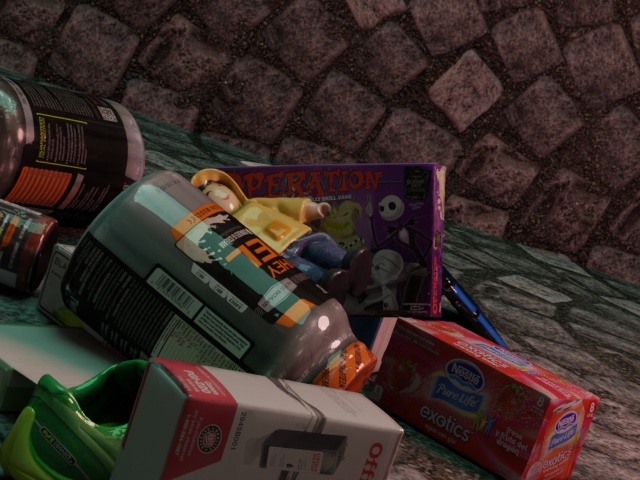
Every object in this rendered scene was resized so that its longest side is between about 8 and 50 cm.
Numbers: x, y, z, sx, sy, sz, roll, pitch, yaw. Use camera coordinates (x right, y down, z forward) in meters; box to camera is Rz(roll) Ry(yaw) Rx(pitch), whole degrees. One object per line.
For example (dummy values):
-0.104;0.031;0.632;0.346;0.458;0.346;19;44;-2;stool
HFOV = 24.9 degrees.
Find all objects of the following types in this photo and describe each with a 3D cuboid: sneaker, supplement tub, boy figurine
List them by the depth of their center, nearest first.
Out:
-0.146;0.175;1.311;0.109;0.124;0.295;27;12;41;sneaker
-0.106;0.087;1.555;0.316;0.194;0.193;39;14;10;supplement tub
-0.439;-0.010;1.827;0.197;0.106;0.106;19;10;1;supplement tub
-0.064;-0.008;1.917;0.285;0.092;0.177;34;56;29;boy figurine
-0.450;-0.137;2.205;0.207;0.207;0.338;27;11;38;supplement tub

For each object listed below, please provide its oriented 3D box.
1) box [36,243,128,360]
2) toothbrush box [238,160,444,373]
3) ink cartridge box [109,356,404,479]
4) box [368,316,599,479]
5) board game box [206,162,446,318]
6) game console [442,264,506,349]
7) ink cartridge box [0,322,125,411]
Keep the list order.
-0.189;0.087;1.821;0.290;0.087;0.169;10;13;-45;box
-0.006;0.037;2.079;0.295;0.216;0.126;22;8;23;toothbrush box
-0.057;0.201;1.234;0.217;0.159;0.092;13;10;-32;ink cartridge box
0.206;0.201;1.850;0.257;0.123;0.128;27;12;38;box
0.000;0.000;1.984;0.346;0.208;0.056;0;-9;25;board game box
0.163;0.118;2.519;0.250;0.173;0.293;49;5;-12;game console
-0.248;0.150;1.458;0.171;0.056;0.235;8;16;-48;ink cartridge box
